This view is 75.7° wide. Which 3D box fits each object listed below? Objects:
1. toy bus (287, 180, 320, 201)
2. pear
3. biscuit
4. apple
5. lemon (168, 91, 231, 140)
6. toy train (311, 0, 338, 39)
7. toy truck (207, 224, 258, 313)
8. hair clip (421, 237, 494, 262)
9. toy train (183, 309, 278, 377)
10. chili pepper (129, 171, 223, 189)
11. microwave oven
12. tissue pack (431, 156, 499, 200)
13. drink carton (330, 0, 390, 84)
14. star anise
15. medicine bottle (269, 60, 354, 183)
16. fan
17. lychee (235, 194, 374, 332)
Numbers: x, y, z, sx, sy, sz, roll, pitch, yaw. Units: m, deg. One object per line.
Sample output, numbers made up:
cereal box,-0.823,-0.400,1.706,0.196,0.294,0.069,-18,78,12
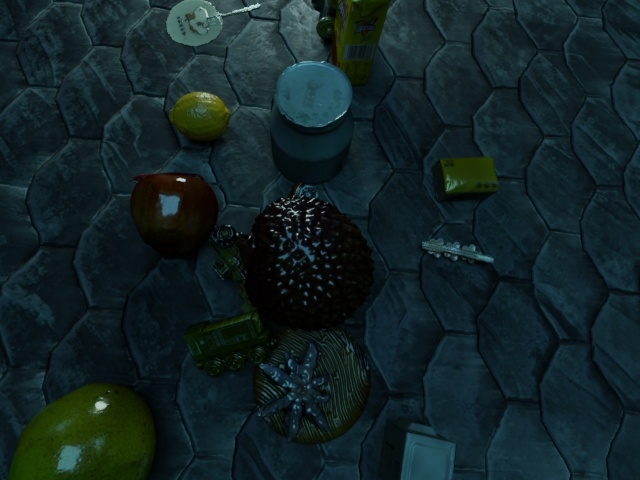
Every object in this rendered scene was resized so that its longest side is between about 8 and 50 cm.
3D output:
toy bus,0.000,0.000,1.142,0.153,0.143,0.329,-36,83,-2
pear,-0.517,0.467,0.919,0.293,0.294,0.295,1,75,-4
biscuit,-0.022,0.370,1.093,0.316,0.040,0.319,1,75,-3
apple,-0.391,-0.069,1.098,0.229,0.230,0.230,1,75,-4
lemon,-0.359,-0.366,1.218,0.186,0.142,0.143,0,75,2
toy train,0.077,-0.749,1.297,0.177,0.261,0.134,-4,76,-19
toy truck,-0.211,0.078,1.120,0.127,0.127,0.257,-38,80,3
hair clip,0.400,0.032,1.209,0.213,0.056,0.063,13,90,8
toy train,-0.225,0.258,1.051,0.225,0.090,0.138,-18,100,8
chili pepper,-0.421,-0.173,1.211,0.267,0.059,0.051,3,36,0
microwave oven,0.227,0.521,0.980,0.122,0.208,0.163,13,74,0
tissue pack,0.438,-0.189,1.252,0.168,0.082,0.120,-3,74,-4
drink carton,0.105,-0.624,1.208,0.111,0.351,0.155,-6,76,-5
star anise,-0.058,0.366,1.014,0.229,0.093,0.237,31,66,-11
medicine bottle,-0.025,-0.323,1.150,0.244,0.290,0.246,1,74,-3
fan,-0.359,-0.757,1.390,0.328,0.009,0.191,-18,76,-8
lychee,-0.033,0.053,0.932,0.329,0.306,0.307,12,74,-18
